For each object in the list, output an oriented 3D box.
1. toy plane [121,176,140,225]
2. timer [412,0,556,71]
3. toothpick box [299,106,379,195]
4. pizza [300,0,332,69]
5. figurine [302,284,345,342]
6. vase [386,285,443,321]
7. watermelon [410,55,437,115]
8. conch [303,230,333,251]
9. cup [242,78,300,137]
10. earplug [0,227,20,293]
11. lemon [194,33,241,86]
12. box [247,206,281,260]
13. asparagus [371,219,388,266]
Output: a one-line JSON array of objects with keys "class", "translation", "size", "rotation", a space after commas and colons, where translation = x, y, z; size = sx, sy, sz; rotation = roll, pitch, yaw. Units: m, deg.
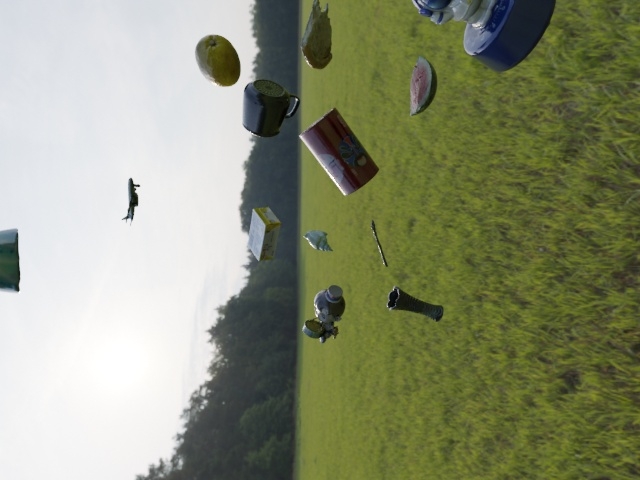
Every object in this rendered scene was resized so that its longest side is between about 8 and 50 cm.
[{"class": "toy plane", "translation": [-0.808, -0.170, 1.786], "size": [0.226, 0.058, 0.226], "rotation": [-103, 34, -53]}, {"class": "timer", "translation": [0.439, -0.686, 1.218], "size": [0.270, 0.383, 0.270], "rotation": [-166, 90, -75]}, {"class": "toothpick box", "translation": [0.085, -0.391, 1.847], "size": [0.333, 0.204, 0.204], "rotation": [50, -172, -15]}, {"class": "pizza", "translation": [0.001, -0.738, 1.494], "size": [0.181, 0.034, 0.262], "rotation": [20, -101, -60]}, {"class": "figurine", "translation": [0.026, 0.316, 1.874], "size": [0.161, 0.158, 0.275], "rotation": [35, 114, 44]}, {"class": "vase", "translation": [0.429, 0.292, 1.870], "size": [0.115, 0.237, 0.115], "rotation": [-161, 90, -80]}, {"class": "watermelon", "translation": [0.425, -0.644, 1.739], "size": [0.063, 0.119, 0.245], "rotation": [-9, -72, -48]}, {"class": "conch", "translation": [-0.005, 0.002, 1.981], "size": [0.065, 0.180, 0.088], "rotation": [-5, -56, -58]}, {"class": "cup", "translation": [-0.182, -0.484, 1.539], "size": [0.169, 0.223, 0.176], "rotation": [56, 141, 34]}, {"class": "earplug", "translation": [-0.968, 0.058, 1.064], "size": [0.185, 0.324, 0.185], "rotation": [1, 92, 51]}, {"class": "lemon", "translation": [-0.398, -0.695, 1.627], "size": [0.207, 0.170, 0.170], "rotation": [78, -170, -62]}, {"class": "box", "translation": [-0.320, -0.034, 2.342], "size": [0.168, 0.097, 0.265], "rotation": [48, 137, 38]}, {"class": "asparagus", "translation": [0.277, 0.014, 1.974], "size": [0.022, 0.023, 0.233], "rotation": [-19, 88, 53]}]
